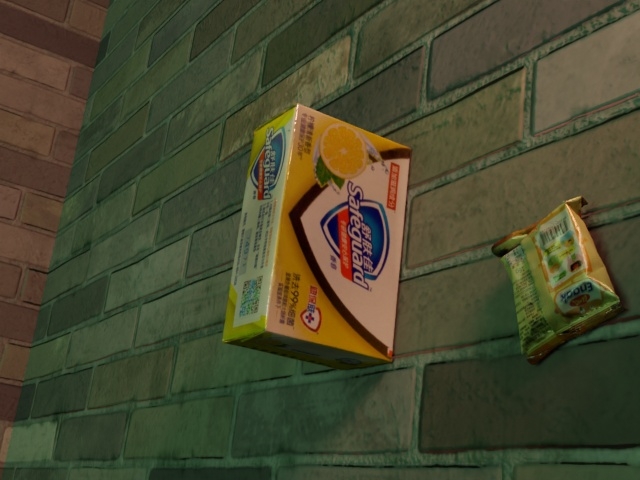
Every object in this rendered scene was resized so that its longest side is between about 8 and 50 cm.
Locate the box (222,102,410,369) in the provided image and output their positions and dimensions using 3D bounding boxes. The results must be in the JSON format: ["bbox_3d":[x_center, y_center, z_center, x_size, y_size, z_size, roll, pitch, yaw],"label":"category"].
[{"bbox_3d":[0.000,0.000,0.989,0.097,0.168,0.265,-23,53,56],"label":"box"}]

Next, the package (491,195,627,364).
[{"bbox_3d":[0.202,0.032,0.764,0.108,0.031,0.121,-42,46,42],"label":"package"}]
